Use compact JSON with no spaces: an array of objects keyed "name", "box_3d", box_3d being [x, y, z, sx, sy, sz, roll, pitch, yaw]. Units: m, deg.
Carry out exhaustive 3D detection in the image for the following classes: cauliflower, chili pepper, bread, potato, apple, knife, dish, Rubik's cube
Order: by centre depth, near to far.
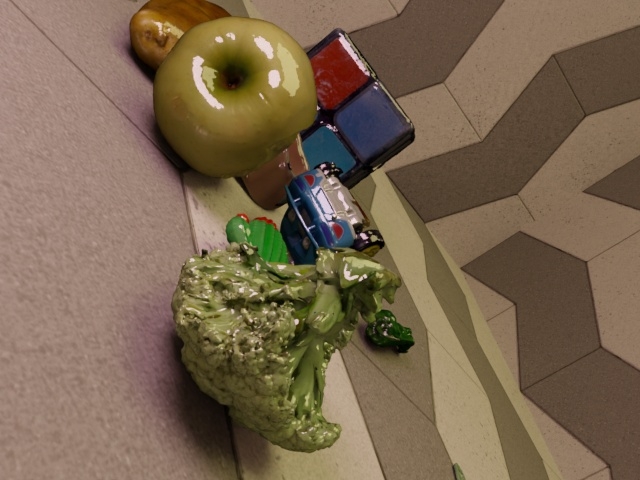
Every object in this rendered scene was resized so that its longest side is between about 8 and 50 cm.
[{"name":"cauliflower","box_3d":[-0.030,0.087,0.691,0.272,0.250,0.275,48,12,-30]},{"name":"apple","box_3d":[-0.140,-0.227,0.997,0.279,0.279,0.279,50,16,-20]},{"name":"knife","box_3d":[0.291,0.538,1.150,0.043,0.020,0.293,48,16,-19]},{"name":"potato","box_3d":[-0.256,-0.397,1.210,0.369,0.176,0.195,-61,143,-69]},{"name":"dish","box_3d":[-0.088,-0.173,1.242,0.213,0.090,0.213,44,37,-46]},{"name":"chili pepper","box_3d":[0.156,0.203,1.339,0.100,0.074,0.257,62,16,24]},{"name":"Rubik's cube","box_3d":[0.040,-0.310,1.589,0.318,0.316,0.313,53,12,1]},{"name":"bread","box_3d":[0.083,-0.110,1.814,0.154,0.054,0.136,39,23,-61]}]

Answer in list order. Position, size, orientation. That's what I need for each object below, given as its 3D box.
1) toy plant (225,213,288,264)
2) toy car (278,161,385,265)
[{"name":"toy plant","box_3d":[-0.090,0.032,0.942,0.240,0.088,0.155,8,60,-84]},{"name":"toy car","box_3d":[0.000,0.000,1.153,0.314,0.166,0.198,95,-30,-67]}]
